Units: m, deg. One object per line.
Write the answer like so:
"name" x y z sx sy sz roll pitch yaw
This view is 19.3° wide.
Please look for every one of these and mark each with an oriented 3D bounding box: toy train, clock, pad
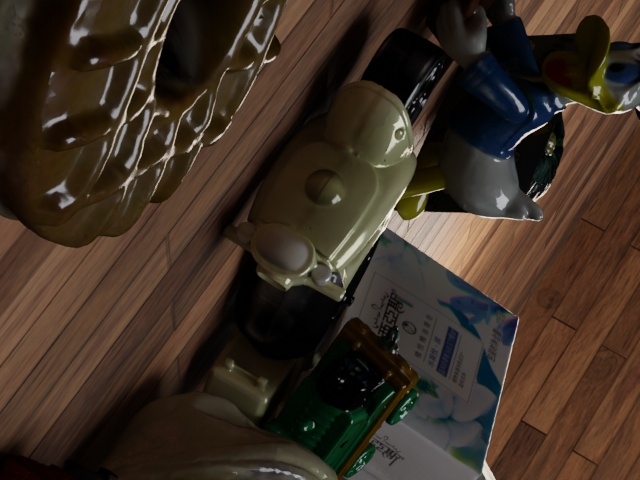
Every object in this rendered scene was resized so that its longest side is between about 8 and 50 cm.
"toy train" 0.006 0.173 1.806 0.136 0.091 0.227 -22 151 -55
"clock" 0.000 0.000 1.758 0.276 0.120 0.379 -54 167 -41
"pad" 0.188 -0.130 2.063 0.006 0.170 0.245 47 58 -40

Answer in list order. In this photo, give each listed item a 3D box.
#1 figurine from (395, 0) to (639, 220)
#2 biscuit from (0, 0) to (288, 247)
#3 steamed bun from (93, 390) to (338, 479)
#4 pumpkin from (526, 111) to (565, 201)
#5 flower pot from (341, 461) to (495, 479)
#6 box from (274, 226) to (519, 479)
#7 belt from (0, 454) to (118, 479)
"figurine" 0.209 -0.163 1.915 0.204 0.338 0.283 -46 128 -68
"biscuit" -0.096 -0.148 1.055 0.332 0.103 0.332 -55 167 -19
"steamed bun" -0.084 0.283 1.636 0.280 0.207 0.268 -41 120 -27
"pumpkin" 0.215 -0.124 2.237 0.194 0.150 0.194 19 90 -81
"flower pot" 0.099 0.294 2.260 0.290 0.259 0.290 -34 -167 9
"box" 0.087 0.140 2.025 0.116 0.203 0.274 -50 -170 36
"belt" -0.178 0.240 1.448 0.128 0.201 0.124 21 -100 57
